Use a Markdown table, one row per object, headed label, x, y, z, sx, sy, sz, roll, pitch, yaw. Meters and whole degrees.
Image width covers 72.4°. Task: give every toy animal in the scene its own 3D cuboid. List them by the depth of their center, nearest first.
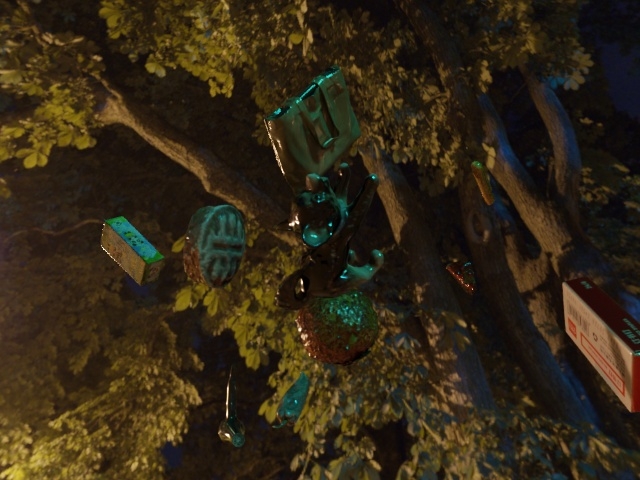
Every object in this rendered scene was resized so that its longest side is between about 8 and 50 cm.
| label | x | y | z | sx | sy | sz | roll | pitch | yaw |
| --- | --- | --- | --- | --- | --- | --- | --- | --- | --- |
| toy animal | 0.000 | 0.000 | 1.092 | 0.302 | 0.194 | 0.344 | -25 | -59 | -29 |

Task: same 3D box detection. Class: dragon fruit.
| label | x | y | z | sx | sy | sz | roll | pitch | yaw |
| --- | --- | --- | --- | --- | --- | --- | --- | --- | --- |
| dragon fruit | 0.425 | 0.100 | 1.259 | 0.063 | 0.131 | 0.097 | -37 | -91 | 4 |

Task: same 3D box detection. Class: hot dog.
| label | x | y | z | sx | sy | sz | roll | pitch | yaw |
| --- | --- | --- | --- | --- | --- | --- | --- | --- | --- |
| hot dog | 0.396 | -0.142 | 1.064 | 0.028 | 0.044 | 0.137 | -33 | -54 | 11 |

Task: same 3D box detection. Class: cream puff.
| label | x | y | z | sx | sy | sz | roll | pitch | yaw |
| --- | --- | --- | --- | --- | --- | --- | --- | --- | --- |
| cream puff | 0.056 | 0.307 | 1.690 | 0.350 | 0.350 | 0.229 | -15 | -56 | 15 |

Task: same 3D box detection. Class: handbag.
| label | x | y | z | sx | sy | sz | roll | pitch | yaw |
| --- | --- | --- | --- | --- | --- | --- | --- | --- | --- |
| handbag | -0.015 | -0.310 | 1.229 | 0.109 | 0.316 | 0.253 | 23 | -31 | 40 |

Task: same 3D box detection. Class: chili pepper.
| label | x | y | z | sx | sy | sz | roll | pitch | yaw |
| --- | --- | --- | --- | --- | --- | --- | --- | --- | --- |
| chili pepper | -0.059 | 0.350 | 0.948 | 0.050 | 0.153 | 0.041 | 32 | -61 | 0 |

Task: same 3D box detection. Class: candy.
| label | x | y | z | sx | sy | sz | roll | pitch | yaw |
| --- | --- | --- | --- | --- | --- | --- | --- | --- | --- |
| candy | -0.531 | 0.029 | 1.226 | 0.194 | 0.062 | 0.097 | 40 | -56 | 16 |
| candy | -0.371 | 0.017 | 1.527 | 0.157 | 0.214 | 0.289 | 7 | -92 | 32 |

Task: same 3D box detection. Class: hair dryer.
| label | x | y | z | sx | sy | sz | roll | pitch | yaw |
| --- | --- | --- | --- | --- | --- | --- | --- | --- | --- |
| hair dryer | -0.245 | 0.458 | 1.226 | 0.075 | 0.219 | 0.195 | 2 | -14 | -19 |

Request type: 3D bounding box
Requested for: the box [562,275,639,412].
| label | x | y | z | sx | sy | sz | roll | pitch | yaw |
| --- | --- | --- | --- | --- | --- | --- | --- | --- | --- |
| box | 0.490 | 0.168 | 0.742 | 0.050 | 0.229 | 0.123 | -14 | -68 | 8 |
